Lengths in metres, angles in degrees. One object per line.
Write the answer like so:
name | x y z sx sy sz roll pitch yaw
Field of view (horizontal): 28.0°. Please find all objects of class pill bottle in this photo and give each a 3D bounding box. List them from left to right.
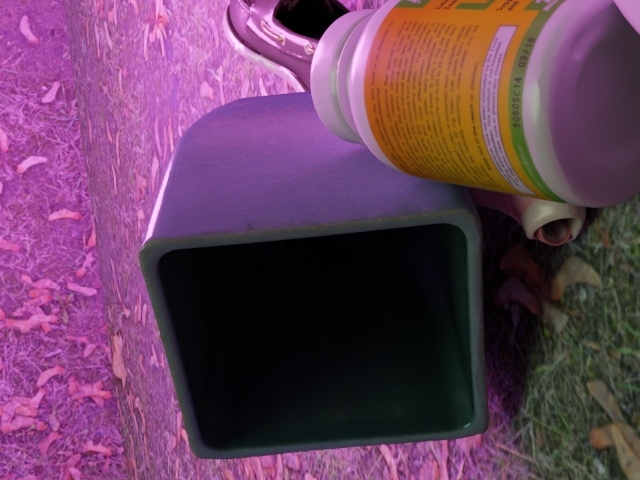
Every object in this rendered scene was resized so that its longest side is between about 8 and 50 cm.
pill bottle | 0.106 -0.104 0.870 0.245 0.136 0.136 14 109 50

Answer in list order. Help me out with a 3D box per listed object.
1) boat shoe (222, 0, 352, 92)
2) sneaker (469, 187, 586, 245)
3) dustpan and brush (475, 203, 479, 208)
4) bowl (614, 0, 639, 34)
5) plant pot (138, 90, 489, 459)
boat shoe | -0.009 -0.205 1.278 0.305 0.109 0.091 48 139 48
sneaker | 0.154 -0.026 0.964 0.134 0.051 0.070 154 114 -64
dustpan and brush | 0.106 -0.144 1.048 0.147 0.060 0.211 135 127 -64
bowl | 0.214 -0.206 0.652 0.298 0.134 0.298 175 90 -69
plant pot | 0.000 0.000 1.075 0.252 0.247 0.247 -92 -5 -48
